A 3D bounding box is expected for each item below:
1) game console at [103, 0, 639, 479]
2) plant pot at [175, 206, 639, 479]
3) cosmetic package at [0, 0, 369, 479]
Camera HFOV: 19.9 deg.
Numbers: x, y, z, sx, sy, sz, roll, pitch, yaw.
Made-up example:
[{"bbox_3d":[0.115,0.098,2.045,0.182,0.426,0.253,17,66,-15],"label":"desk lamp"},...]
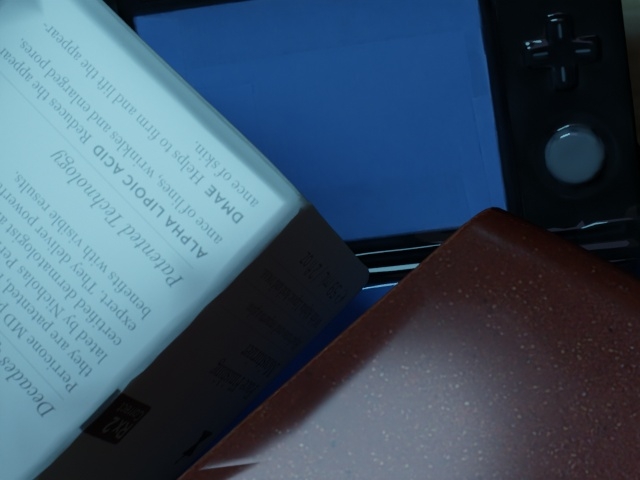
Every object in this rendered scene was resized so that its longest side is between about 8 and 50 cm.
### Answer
[{"bbox_3d":[0.000,0.000,0.820,0.293,0.173,0.250,-7,107,10],"label":"game console"},{"bbox_3d":[0.070,0.149,0.627,0.267,0.267,0.236,-42,76,-8],"label":"plant pot"},{"bbox_3d":[-0.104,0.016,0.746,0.183,0.151,0.151,-46,73,0],"label":"cosmetic package"}]
